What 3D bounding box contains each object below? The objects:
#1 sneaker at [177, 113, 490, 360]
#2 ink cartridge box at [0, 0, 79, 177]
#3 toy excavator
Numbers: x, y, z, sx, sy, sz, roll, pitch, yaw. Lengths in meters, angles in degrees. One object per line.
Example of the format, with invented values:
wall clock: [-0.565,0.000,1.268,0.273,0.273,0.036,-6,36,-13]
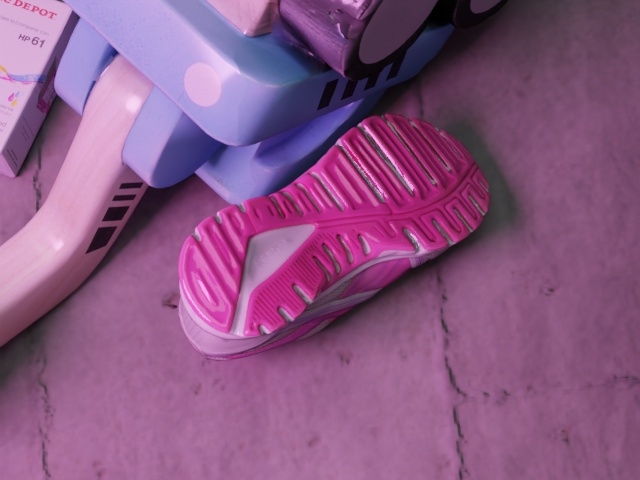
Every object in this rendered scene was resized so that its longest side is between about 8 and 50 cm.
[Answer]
sneaker: [0.000,0.000,1.079,0.252,0.111,0.103,-24,79,-30]
ink cartridge box: [-0.233,-0.119,1.153,0.088,0.052,0.122,20,72,9]
toy excavator: [-0.102,-0.081,1.062,0.222,0.445,0.433,41,36,15]
